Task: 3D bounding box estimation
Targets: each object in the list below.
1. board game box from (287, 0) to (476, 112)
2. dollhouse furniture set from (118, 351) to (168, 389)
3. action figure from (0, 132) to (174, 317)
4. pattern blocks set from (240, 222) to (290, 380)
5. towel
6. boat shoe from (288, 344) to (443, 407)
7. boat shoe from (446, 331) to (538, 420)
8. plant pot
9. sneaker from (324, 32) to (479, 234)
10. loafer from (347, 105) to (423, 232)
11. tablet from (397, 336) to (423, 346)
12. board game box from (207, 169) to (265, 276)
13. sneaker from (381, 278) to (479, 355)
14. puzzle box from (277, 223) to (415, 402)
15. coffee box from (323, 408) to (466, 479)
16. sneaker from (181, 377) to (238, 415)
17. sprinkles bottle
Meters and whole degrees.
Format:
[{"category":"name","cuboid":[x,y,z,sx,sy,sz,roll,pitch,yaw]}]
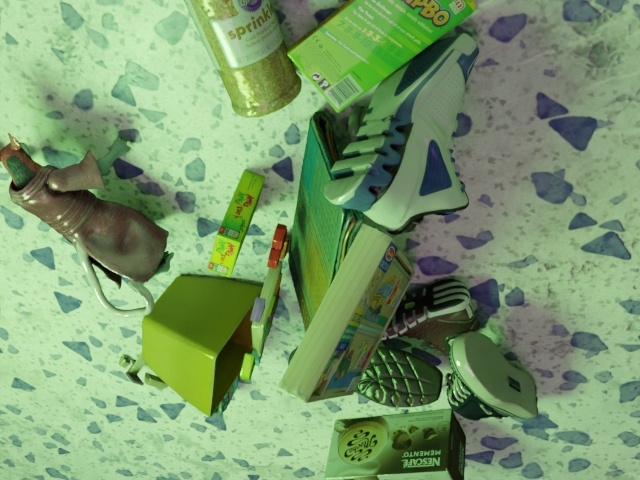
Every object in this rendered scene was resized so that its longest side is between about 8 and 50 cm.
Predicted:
[{"category":"board game box","cuboid":[0.089,-0.311,1.157,0.259,0.039,0.124,-33,118,23]},{"category":"dollhouse furniture set","cuboid":[-0.406,0.297,1.886,0.114,0.091,0.081,31,93,-44]},{"category":"action figure","cuboid":[-0.459,-0.047,1.423,0.248,0.275,0.370,-15,140,33]},{"category":"pattern blocks set","cuboid":[-0.098,0.123,1.470,0.026,0.285,0.325,15,168,1]},{"category":"towel","cuboid":[0.000,0.000,1.347,0.040,0.271,0.370,-3,136,-13]},{"category":"boat shoe","cuboid":[0.098,0.267,1.663,0.324,0.120,0.122,9,96,15]},{"category":"boat shoe","cuboid":[0.305,0.291,1.584,0.158,0.127,0.340,-17,142,31]},{"category":"plant pot","cuboid":[-0.254,0.195,1.635,0.187,0.212,0.212,23,135,11]},{"category":"sneaker","cuboid":[0.151,-0.135,1.169,0.182,0.315,0.127,40,164,-27]},{"category":"loafer","cuboid":[0.128,-0.117,1.315,0.087,0.094,0.251,-9,129,27]},{"category":"tablet","cuboid":[0.180,0.193,1.645,0.083,0.006,0.054,21,133,-6]},{"category":"board game box","cuboid":[-0.148,-0.032,1.400,0.043,0.181,0.092,18,133,-3]},{"category":"sneaker","cuboid":[0.186,0.185,1.572,0.281,0.106,0.162,-16,129,26]},{"category":"puzzle box","cuboid":[0.062,0.133,1.313,0.052,0.272,0.409,26,178,15]},{"category":"coffee box","cuboid":[0.176,0.503,1.819,0.297,0.168,0.118,-10,128,23]},{"category":"sneaker","cuboid":[-0.287,0.298,1.775,0.104,0.125,0.262,-27,121,32]},{"category":"sprinkles bottle","cuboid":[-0.138,-0.356,1.146,0.121,0.121,0.355,-7,130,20]}]
